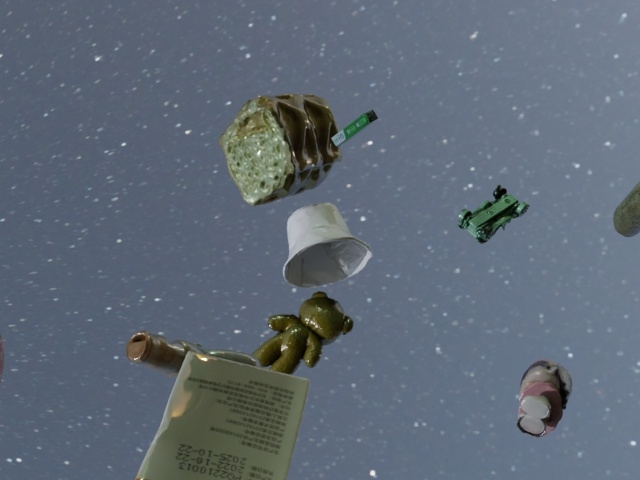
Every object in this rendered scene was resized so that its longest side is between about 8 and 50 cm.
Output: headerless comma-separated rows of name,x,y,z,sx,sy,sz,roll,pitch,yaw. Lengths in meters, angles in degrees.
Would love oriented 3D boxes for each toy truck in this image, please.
toy truck,0.357,-0.044,1.742,0.154,0.080,0.078,-33,-32,-27

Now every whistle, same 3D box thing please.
whistle,-0.148,0.154,1.008,0.220,0.107,0.057,34,-124,-54

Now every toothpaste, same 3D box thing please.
toothpaste,0.048,-0.159,1.181,0.020,0.083,0.017,-33,-88,-39

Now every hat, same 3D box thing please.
hat,0.000,0.000,1.715,0.203,0.203,0.126,6,-125,-38

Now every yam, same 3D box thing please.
yam,0.364,-0.040,0.940,0.043,0.094,0.043,2,-113,-4

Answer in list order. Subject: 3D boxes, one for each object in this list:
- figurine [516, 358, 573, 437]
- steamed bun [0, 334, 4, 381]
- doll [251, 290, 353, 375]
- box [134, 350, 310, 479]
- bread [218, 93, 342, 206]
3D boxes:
figurine,0.234,0.171,0.872,0.129,0.054,0.072,-30,-49,-70
steamed bun,-0.468,0.143,1.026,0.145,0.232,0.231,4,-98,-30
doll,-0.037,0.194,1.622,0.209,0.137,0.097,-37,-35,-17
box,-0.121,0.314,0.830,0.144,0.225,0.341,13,-142,1
bread,-0.080,-0.198,1.773,0.196,0.238,0.252,46,-145,8
